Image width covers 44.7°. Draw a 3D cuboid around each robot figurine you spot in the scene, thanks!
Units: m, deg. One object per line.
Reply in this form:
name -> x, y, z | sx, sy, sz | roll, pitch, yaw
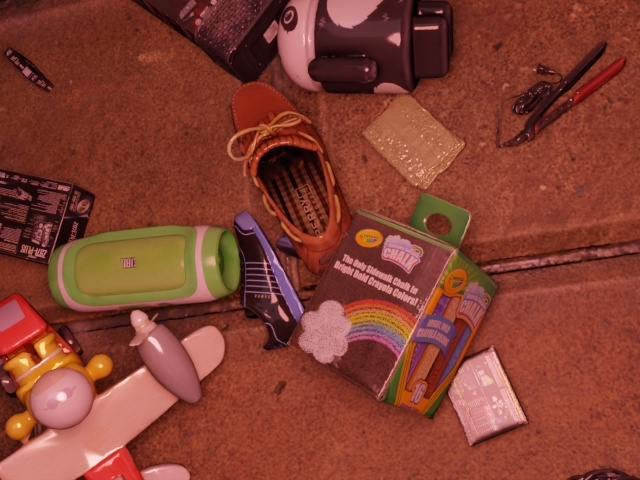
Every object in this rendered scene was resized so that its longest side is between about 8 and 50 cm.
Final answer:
robot figurine -> 0.069, -0.322, 1.242 | 0.278, 0.209, 0.174 | 4, 92, 15

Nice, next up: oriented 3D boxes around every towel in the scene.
towel -> 0.149, -0.161, 1.263 | 0.110, 0.027, 0.148 | -46, 72, 2

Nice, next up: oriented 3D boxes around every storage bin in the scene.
storage bin -> -0.115, -0.372, 1.330 | 0.084, 0.122, 0.180 | 38, 89, 20

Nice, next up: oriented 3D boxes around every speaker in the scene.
speaker -> -0.288, 0.047, 1.282 | 0.296, 0.131, 0.131 | -6, 76, 14

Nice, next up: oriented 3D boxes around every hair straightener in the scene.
hair straightener -> 0.359, -0.232, 1.220 | 0.230, 0.047, 0.089 | -41, 71, 8

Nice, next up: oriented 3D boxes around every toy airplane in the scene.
toy airplane -> -0.363, 0.278, 1.167 | 0.384, 0.272, 0.386 | 11, 67, -4

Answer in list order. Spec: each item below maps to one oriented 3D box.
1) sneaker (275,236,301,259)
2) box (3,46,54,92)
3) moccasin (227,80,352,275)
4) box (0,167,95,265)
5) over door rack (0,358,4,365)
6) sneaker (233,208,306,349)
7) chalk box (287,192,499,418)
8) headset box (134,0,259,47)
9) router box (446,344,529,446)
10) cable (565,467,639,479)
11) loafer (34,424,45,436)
sneaker -> 0.000, 0.000, 1.256 | 0.144, 0.053, 0.059 | 2, 73, 10
box -> -0.547, -0.320, 1.462 | 0.018, 0.067, 0.083 | -47, 70, 2
moccasin -> -0.058, -0.120, 1.223 | 0.139, 0.147, 0.380 | -22, 57, 4
box -> -0.513, -0.038, 1.385 | 0.180, 0.077, 0.147 | 11, 81, 17
over door rack -> -0.721, 0.271, 1.357 | 0.239, 0.108, 0.324 | 35, 88, 18
sneaker -> -0.099, 0.063, 1.251 | 0.090, 0.081, 0.232 | -29, 73, 0
chalk box -> 0.123, 0.078, 1.120 | 0.180, 0.179, 0.289 | 26, 85, 37
headset box -> -0.240, -0.498, 1.397 | 0.293, 0.110, 0.218 | 38, 90, 19
router box -> 0.239, 0.228, 1.147 | 0.092, 0.038, 0.122 | -24, 73, 10
cable -> 0.395, 0.391, 1.071 | 0.184, 0.047, 0.151 | -29, 67, 10
loafer -> -0.458, 0.289, 1.317 | 0.039, 0.045, 0.125 | -8, 73, 6
